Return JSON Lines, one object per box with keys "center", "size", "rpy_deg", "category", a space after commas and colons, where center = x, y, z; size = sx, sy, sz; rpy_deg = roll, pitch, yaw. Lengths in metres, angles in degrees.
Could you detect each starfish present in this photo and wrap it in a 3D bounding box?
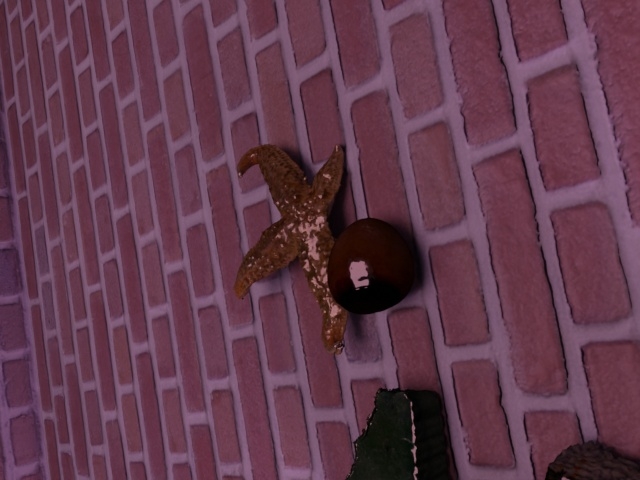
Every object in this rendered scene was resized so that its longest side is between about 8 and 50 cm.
{"center": [-0.070, 0.005, 1.405], "size": [0.323, 0.082, 0.432], "rpy_deg": [-2, 85, 35], "category": "starfish"}

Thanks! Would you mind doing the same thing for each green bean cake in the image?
{"center": [0.130, 0.367, 1.246], "size": [0.193, 0.107, 0.209], "rpy_deg": [-11, 83, 48], "category": "green bean cake"}

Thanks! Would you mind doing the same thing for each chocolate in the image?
{"center": [0.091, 0.043, 1.247], "size": [0.176, 0.176, 0.177], "rpy_deg": [3, 94, 46], "category": "chocolate"}

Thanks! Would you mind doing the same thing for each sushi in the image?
{"center": [0.413, 0.371, 0.927], "size": [0.225, 0.136, 0.126], "rpy_deg": [23, 113, 41], "category": "sushi"}

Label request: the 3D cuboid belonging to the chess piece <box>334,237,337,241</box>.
{"center": [0.000, 0.000, 1.416], "size": [0.092, 0.035, 0.035], "rpy_deg": [6, 97, 42], "category": "chess piece"}
